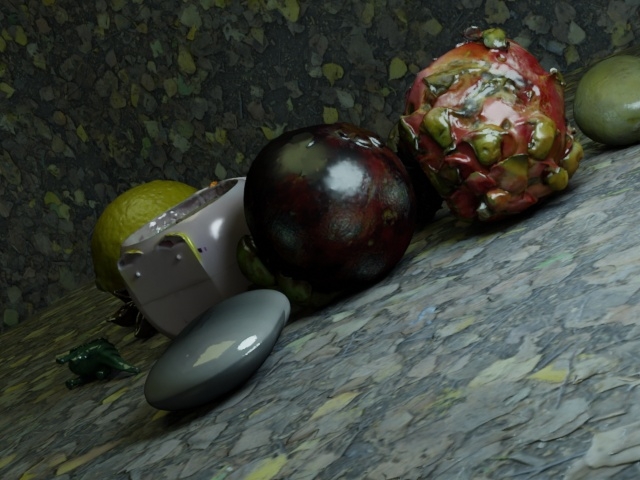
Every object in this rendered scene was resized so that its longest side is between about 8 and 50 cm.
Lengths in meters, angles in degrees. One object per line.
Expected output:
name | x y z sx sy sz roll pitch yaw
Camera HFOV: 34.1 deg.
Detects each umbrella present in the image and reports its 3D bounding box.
umbrella | 0.193 -0.159 2.009 0.128 0.336 0.154 1 50 -2

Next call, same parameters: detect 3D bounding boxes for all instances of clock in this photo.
clock | -0.195 0.029 2.064 0.368 0.250 0.376 -22 15 31

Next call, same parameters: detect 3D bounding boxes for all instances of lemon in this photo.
lemon | -0.396 0.009 2.570 0.336 0.336 0.336 -25 8 4

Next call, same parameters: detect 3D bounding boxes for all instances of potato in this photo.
potato | 0.563 -0.257 1.934 0.178 0.160 0.235 -63 24 4

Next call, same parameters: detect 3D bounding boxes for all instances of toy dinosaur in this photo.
toy dinosaur | -0.455 0.246 2.084 0.120 0.079 0.292 -30 13 -20

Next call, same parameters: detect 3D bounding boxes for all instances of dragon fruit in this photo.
dragon fruit | 0.315 -0.157 1.762 0.296 0.314 0.263 -41 41 9

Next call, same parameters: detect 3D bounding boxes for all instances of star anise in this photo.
star anise | -0.367 0.117 2.364 0.230 0.081 0.262 -1 55 31

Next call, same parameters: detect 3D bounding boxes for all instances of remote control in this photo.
remote control | -0.154 0.163 1.596 0.221 0.103 0.332 -30 7 14

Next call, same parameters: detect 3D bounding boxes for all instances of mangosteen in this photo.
mangosteen | 0.003 -0.030 1.807 0.359 0.306 0.306 -67 -10 23

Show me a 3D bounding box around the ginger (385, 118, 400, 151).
ginger | 0.291 -0.242 2.600 0.256 0.176 0.375 -9 10 3
